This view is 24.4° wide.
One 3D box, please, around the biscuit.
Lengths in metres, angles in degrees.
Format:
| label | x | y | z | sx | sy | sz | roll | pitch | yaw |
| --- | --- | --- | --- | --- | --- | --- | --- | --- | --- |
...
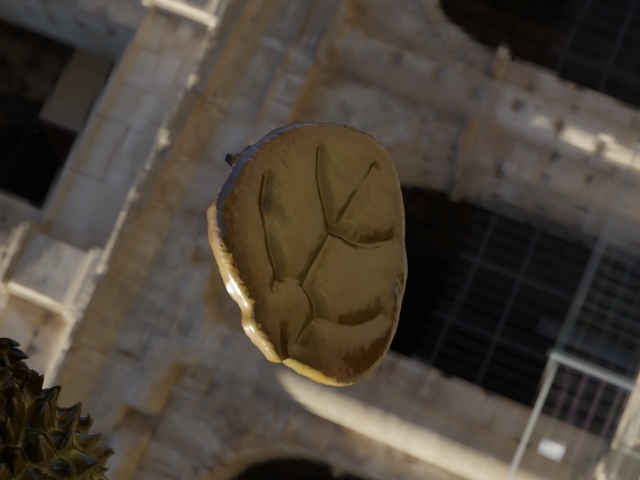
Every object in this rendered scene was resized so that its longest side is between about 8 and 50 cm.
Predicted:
| label | x | y | z | sx | sy | sz | roll | pitch | yaw |
| --- | --- | --- | --- | --- | --- | --- | --- | --- | --- |
| biscuit | 0.003 | -0.003 | 1.179 | 0.041 | 0.203 | 0.260 | -28 | 21 | 41 |

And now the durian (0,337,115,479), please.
| label | x | y | z | sx | sy | sz | roll | pitch | yaw |
| --- | --- | --- | --- | --- | --- | --- | --- | --- | --- |
| durian | -0.154 | 0.105 | 0.601 | 0.102 | 0.146 | 0.208 | -110 | 25 | -76 |
